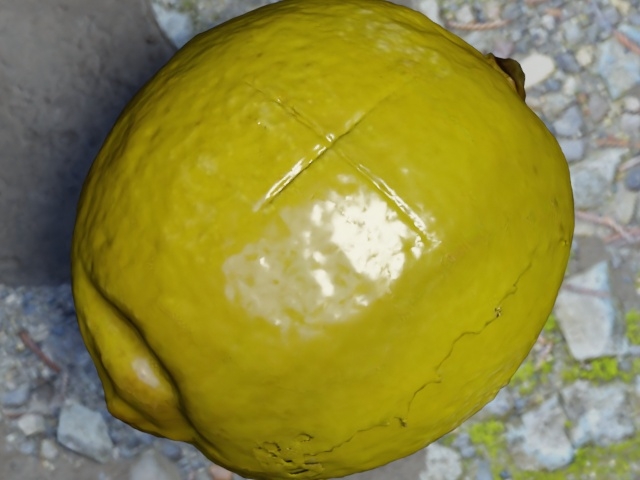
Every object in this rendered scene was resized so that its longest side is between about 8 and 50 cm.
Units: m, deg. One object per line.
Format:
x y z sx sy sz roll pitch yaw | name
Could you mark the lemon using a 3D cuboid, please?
0.000 0.001 1.014 0.297 0.297 0.297 0 96 4 | lemon
